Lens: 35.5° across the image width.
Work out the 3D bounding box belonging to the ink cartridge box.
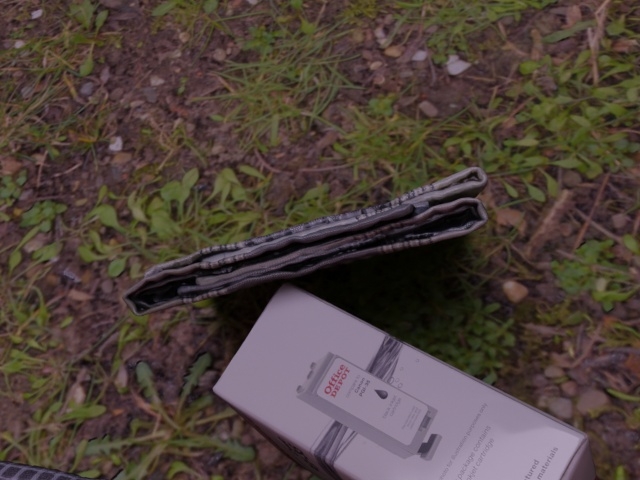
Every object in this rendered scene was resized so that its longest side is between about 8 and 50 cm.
[{"bbox_3d":[0.078,0.174,0.834,0.283,0.207,0.117,25,73,30],"label":"ink cartridge box"}]

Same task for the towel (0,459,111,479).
[{"bbox_3d":[-0.237,0.340,0.854,0.235,0.121,0.283,4,57,19],"label":"towel"}]

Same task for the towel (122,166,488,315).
[{"bbox_3d":[0.000,0.000,0.938,0.312,0.324,0.056,-14,90,5],"label":"towel"}]
